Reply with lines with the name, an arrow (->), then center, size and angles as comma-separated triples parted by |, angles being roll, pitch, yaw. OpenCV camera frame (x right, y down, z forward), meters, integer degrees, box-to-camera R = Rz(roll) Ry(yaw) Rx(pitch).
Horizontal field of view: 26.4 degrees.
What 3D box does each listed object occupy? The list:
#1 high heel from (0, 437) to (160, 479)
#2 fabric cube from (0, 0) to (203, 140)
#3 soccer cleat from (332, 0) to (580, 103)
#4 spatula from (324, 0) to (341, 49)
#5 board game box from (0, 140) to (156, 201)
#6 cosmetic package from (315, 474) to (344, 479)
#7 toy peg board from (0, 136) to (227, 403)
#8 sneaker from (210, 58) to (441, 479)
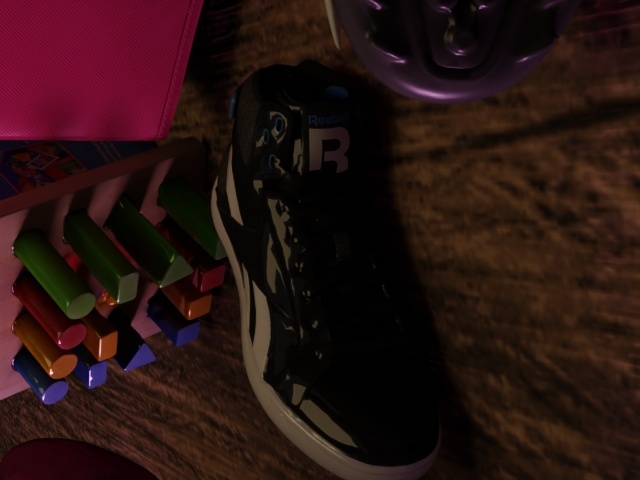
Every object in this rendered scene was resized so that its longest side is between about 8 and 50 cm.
high heel -> -0.102, 0.285, 0.642 | 0.181, 0.127, 0.377 | 17, 102, 54
fabric cube -> -0.221, -0.223, 0.787 | 0.254, 0.258, 0.259 | 55, 138, 43
soccer cleat -> 0.034, -0.206, 0.462 | 0.116, 0.109, 0.318 | -150, 54, -78
spatula -> -0.019, -0.221, 0.559 | 0.168, 0.019, 0.242 | -94, -6, -53
board game box -> -0.274, -0.072, 1.050 | 0.347, 0.233, 0.078 | -131, 38, -51
cosmetic package -> 0.019, 0.220, 0.641 | 0.231, 0.117, 0.085 | 53, 145, 45
toy peg board -> -0.131, 0.038, 0.877 | 0.079, 0.161, 0.160 | 43, 140, 33
sneaker -> 0.000, 0.000, 0.637 | 0.121, 0.079, 0.217 | 101, 150, -44
